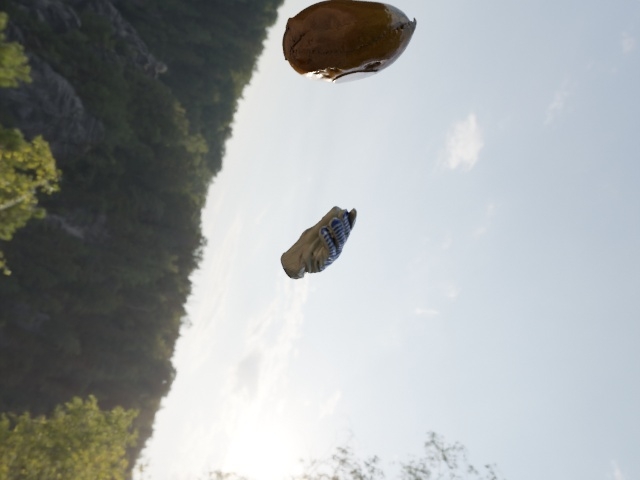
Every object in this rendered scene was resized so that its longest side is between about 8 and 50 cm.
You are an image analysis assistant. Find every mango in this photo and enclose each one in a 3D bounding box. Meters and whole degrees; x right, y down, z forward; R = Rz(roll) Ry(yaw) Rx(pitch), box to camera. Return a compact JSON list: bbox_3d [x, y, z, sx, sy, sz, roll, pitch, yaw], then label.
[{"bbox_3d":[0.020,-0.180,0.452,0.127,0.063,0.077,9,-106,29],"label":"mango"}]

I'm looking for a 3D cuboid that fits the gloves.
[{"bbox_3d":[0.002,0.003,1.156,0.229,0.097,0.119,-44,-135,31],"label":"gloves"}]
